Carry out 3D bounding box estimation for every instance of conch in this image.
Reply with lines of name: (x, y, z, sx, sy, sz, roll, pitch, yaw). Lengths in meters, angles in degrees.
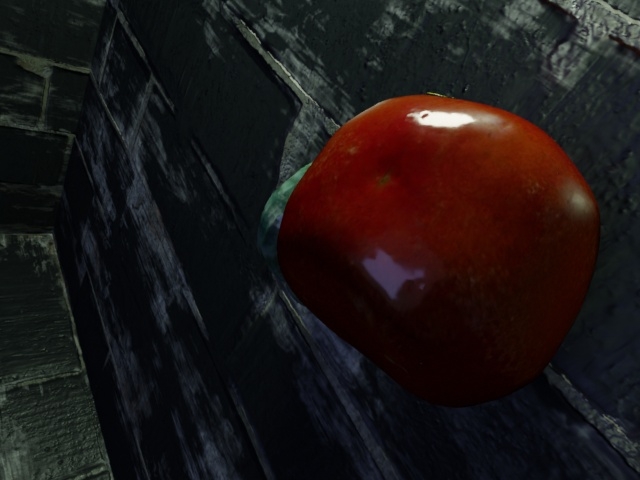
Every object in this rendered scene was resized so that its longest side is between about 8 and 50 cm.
conch: (0.000, 0.000, 0.692, 0.221, 0.195, 0.277, -10, 55, 18)

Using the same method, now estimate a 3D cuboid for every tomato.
tomato: (0.117, 0.010, 0.469, 0.325, 0.290, 0.293, 40, 91, 35)

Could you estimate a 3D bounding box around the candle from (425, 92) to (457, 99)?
candle: (0.157, -0.142, 0.601, 0.052, 0.052, 0.130, 28, 112, 42)
